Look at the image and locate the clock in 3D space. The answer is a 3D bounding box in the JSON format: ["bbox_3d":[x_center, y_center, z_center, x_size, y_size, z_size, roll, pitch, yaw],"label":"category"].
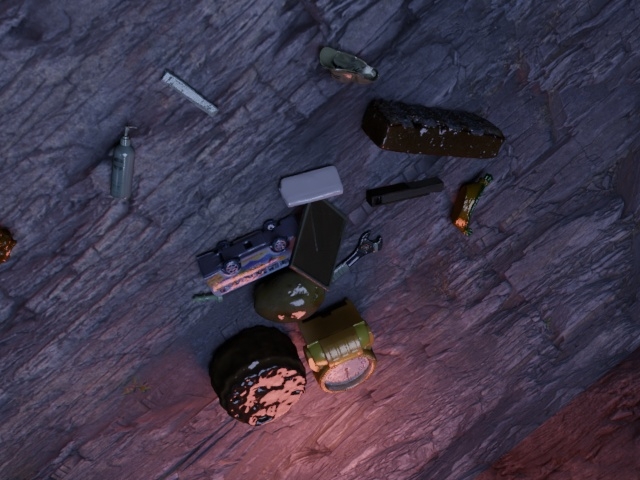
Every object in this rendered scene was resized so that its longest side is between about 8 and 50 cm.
[{"bbox_3d":[0.070,0.396,2.041,0.244,0.200,0.317,-21,135,-5],"label":"clock"}]

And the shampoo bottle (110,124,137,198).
[{"bbox_3d":[-0.510,-0.205,1.495,0.056,0.056,0.195,2,118,-24],"label":"shampoo bottle"}]

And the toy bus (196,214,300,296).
[{"bbox_3d":[-0.201,0.048,1.756,0.329,0.109,0.136,-24,135,-8],"label":"toy bus"}]

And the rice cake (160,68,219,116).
[{"bbox_3d":[-0.334,-0.375,1.479,0.170,0.029,0.033,34,107,-35],"label":"rice cake"}]

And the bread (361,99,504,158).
[{"bbox_3d":[0.339,-0.326,1.711,0.416,0.165,0.113,1,125,-24],"label":"bread"}]

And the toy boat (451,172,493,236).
[{"bbox_3d":[0.511,-0.123,1.955,0.088,0.089,0.230,9,113,-12],"label":"toy boat"}]

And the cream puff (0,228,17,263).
[{"bbox_3d":[-0.847,0.008,1.470,0.122,0.094,0.116,-17,133,-41],"label":"cream puff"}]

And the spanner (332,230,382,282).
[{"bbox_3d":[0.078,0.083,1.946,0.316,0.024,0.087,-40,125,7],"label":"spanner"}]

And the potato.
[{"bbox_3d":[-0.101,0.180,1.853,0.235,0.160,0.178,-14,100,0],"label":"potato"}]

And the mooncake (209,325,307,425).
[{"bbox_3d":[-0.207,0.468,1.965,0.324,0.187,0.324,-12,126,-17],"label":"mooncake"}]

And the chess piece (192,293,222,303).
[{"bbox_3d":[-0.355,0.180,1.813,0.093,0.042,0.042,-8,123,-12],"label":"chess piece"}]

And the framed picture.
[{"bbox_3d":[0.000,0.000,1.747,0.189,0.023,0.260,35,60,-40],"label":"framed picture"}]

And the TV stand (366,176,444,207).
[{"bbox_3d":[0.273,-0.159,1.858,0.256,0.049,0.040,-13,126,-16],"label":"TV stand"}]

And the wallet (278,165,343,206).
[{"bbox_3d":[-0.029,-0.161,1.710,0.190,0.095,0.033,-15,166,-12],"label":"wallet"}]

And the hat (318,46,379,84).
[{"bbox_3d":[0.065,-0.453,1.539,0.166,0.122,0.081,-11,146,-50],"label":"hat"}]
